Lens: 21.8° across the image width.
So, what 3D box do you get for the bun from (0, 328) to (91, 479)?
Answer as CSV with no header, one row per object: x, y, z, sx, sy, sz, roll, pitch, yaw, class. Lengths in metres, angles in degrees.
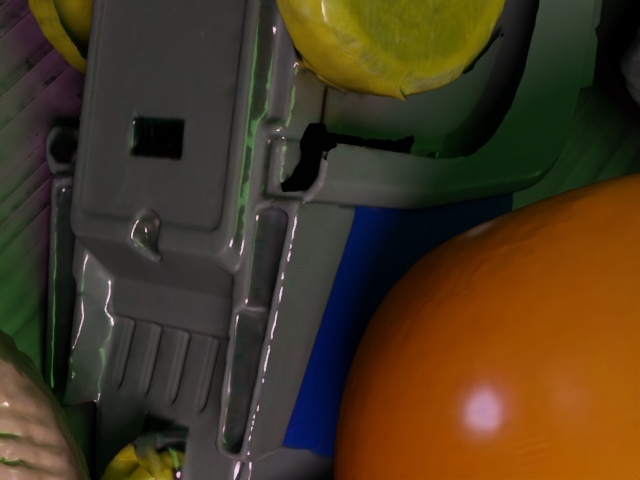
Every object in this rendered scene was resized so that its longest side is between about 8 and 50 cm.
-0.150,0.112,0.550,0.164,0.111,0.188,-8,80,-26,bun

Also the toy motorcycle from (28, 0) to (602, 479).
0.000,0.000,0.659,0.200,0.191,0.326,3,94,-40,toy motorcycle

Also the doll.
0.072,0.092,0.540,0.213,0.236,0.213,-19,90,-74,doll

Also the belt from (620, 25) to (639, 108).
0.285,-0.086,0.838,0.257,0.207,0.150,49,54,-22,belt
